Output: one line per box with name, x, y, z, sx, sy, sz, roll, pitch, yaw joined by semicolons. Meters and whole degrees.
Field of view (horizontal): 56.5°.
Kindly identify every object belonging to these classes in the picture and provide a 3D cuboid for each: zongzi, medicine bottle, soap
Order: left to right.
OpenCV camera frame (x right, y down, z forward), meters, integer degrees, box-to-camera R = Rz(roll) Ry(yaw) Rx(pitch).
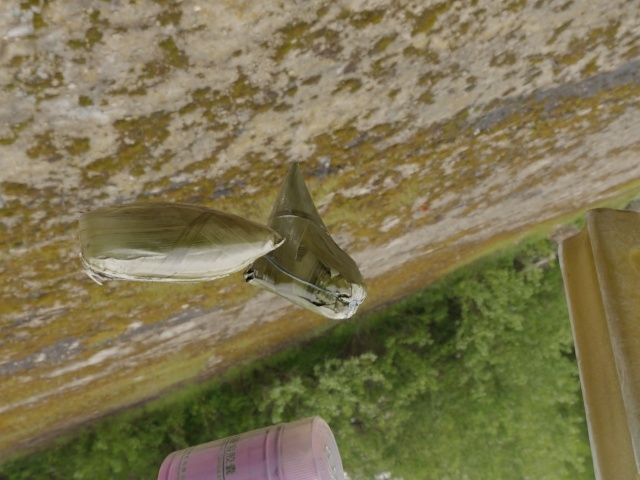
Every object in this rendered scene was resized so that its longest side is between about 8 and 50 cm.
zongzi;-0.163;0.000;0.687;0.195;0.099;0.197;3;174;-39
medicine bottle;-0.103;0.372;0.917;0.254;0.152;0.152;-19;165;10
zongzi;0.000;0.000;1.181;0.251;0.274;0.125;21;-178;25
soap;0.332;0.106;0.553;0.174;0.274;0.089;9;143;-3
